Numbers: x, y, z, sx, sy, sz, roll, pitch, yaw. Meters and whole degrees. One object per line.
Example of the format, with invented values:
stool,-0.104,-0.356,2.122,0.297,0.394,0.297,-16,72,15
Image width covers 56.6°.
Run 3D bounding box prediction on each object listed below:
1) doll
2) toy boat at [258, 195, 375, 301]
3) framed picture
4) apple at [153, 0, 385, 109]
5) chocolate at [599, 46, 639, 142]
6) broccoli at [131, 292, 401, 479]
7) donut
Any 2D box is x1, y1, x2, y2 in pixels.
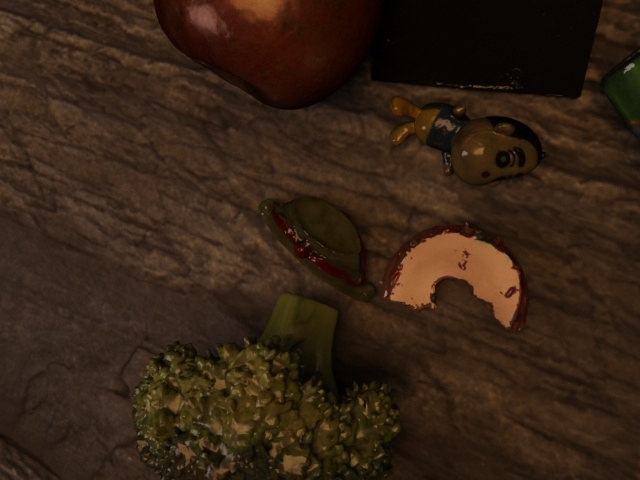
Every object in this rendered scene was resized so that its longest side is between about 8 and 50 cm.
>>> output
doll,0.162,-0.111,0.669,0.179,0.102,0.089,13,55,15
toy boat,0.000,-0.001,0.720,0.185,0.071,0.089,41,57,12
framed picture,0.175,-0.313,0.613,0.244,0.013,0.324,9,124,15
apple,-0.049,-0.275,0.646,0.253,0.253,0.254,0,90,15
chocolate,0.403,-0.071,0.597,0.110,0.110,0.291,-31,85,13
broccoli,-0.055,0.197,0.660,0.288,0.235,0.260,25,100,-23
donut,0.156,0.034,0.678,0.166,0.065,0.117,11,95,14
